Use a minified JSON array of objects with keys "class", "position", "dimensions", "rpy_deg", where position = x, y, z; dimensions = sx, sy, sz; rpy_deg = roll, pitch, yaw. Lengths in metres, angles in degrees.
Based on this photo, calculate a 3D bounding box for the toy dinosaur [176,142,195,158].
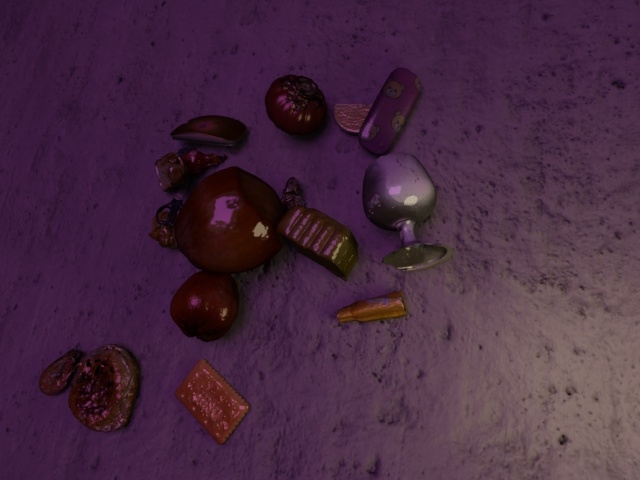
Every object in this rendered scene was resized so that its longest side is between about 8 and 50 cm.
[{"class":"toy dinosaur","position":[-0.539,-0.346,1.792],"dimensions":[0.049,0.055,0.154],"rpy_deg":[40,91,28]}]

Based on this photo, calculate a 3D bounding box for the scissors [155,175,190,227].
[{"class":"scissors","position":[-0.527,-0.159,1.683],"dimensions":[0.109,0.022,0.300],"rpy_deg":[13,44,-10]}]

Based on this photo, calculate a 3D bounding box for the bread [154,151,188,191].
[{"class":"bread","position":[-0.561,-0.256,1.699],"dimensions":[0.231,0.087,0.128],"rpy_deg":[-5,92,58]}]

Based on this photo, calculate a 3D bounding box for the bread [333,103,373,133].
[{"class":"bread","position":[0.135,-0.427,1.606],"dimensions":[0.192,0.036,0.112],"rpy_deg":[5,78,15]}]

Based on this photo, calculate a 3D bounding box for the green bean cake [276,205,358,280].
[{"class":"green bean cake","position":[0.000,0.000,1.408],"dimensions":[0.232,0.236,0.124],"rpy_deg":[30,82,22]}]

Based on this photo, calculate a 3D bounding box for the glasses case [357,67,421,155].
[{"class":"glasses case","position":[0.235,-0.440,1.536],"dimensions":[0.123,0.076,0.317],"rpy_deg":[30,83,-11]}]

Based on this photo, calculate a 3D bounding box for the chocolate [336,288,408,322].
[{"class":"chocolate","position":[0.154,0.214,1.378],"dimensions":[0.219,0.085,0.086],"rpy_deg":[-16,69,15]}]

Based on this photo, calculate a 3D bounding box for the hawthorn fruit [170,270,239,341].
[{"class":"hawthorn fruit","position":[-0.363,0.194,1.490],"dimensions":[0.223,0.224,0.261],"rpy_deg":[6,54,20]}]

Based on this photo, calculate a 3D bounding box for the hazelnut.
[{"class":"hazelnut","position":[-0.291,-0.064,1.473],"dimensions":[0.365,0.366,0.366],"rpy_deg":[-5,72,17]}]

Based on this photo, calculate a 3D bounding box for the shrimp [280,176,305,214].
[{"class":"shrimp","position":[-0.097,-0.108,1.562],"dimensions":[0.090,0.079,0.233],"rpy_deg":[4,74,-20]}]

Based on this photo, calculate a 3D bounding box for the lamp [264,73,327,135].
[{"class":"lamp","position":[-0.089,-0.475,1.605],"dimensions":[0.226,0.227,0.227],"rpy_deg":[-5,72,17]}]

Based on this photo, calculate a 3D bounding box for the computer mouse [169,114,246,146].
[{"class":"computer mouse","position":[-0.438,-0.430,1.750],"dimensions":[0.310,0.072,0.158],"rpy_deg":[10,41,21]}]

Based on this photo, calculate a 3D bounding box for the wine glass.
[{"class":"wine glass","position":[0.250,-0.088,1.357],"dimensions":[0.237,0.238,0.323],"rpy_deg":[-14,68,14]}]

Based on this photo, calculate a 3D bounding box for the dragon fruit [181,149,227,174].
[{"class":"dragon fruit","position":[-0.457,-0.313,1.740],"dimensions":[0.190,0.094,0.094],"rpy_deg":[-19,68,4]}]

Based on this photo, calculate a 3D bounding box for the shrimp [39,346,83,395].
[{"class":"shrimp","position":[-0.954,0.484,1.672],"dimensions":[0.217,0.051,0.115],"rpy_deg":[-43,72,1]}]

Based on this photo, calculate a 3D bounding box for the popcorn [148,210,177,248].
[{"class":"popcorn","position":[-0.563,-0.041,1.673],"dimensions":[0.125,0.126,0.145],"rpy_deg":[-19,85,33]}]

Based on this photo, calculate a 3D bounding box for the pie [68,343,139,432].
[{"class":"pie","position":[-0.759,0.504,1.581],"dimensions":[0.307,0.085,0.309],"rpy_deg":[-6,71,17]}]

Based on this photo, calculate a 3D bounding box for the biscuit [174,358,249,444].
[{"class":"biscuit","position":[-0.359,0.521,1.472],"dimensions":[0.249,0.030,0.160],"rpy_deg":[37,87,24]}]
